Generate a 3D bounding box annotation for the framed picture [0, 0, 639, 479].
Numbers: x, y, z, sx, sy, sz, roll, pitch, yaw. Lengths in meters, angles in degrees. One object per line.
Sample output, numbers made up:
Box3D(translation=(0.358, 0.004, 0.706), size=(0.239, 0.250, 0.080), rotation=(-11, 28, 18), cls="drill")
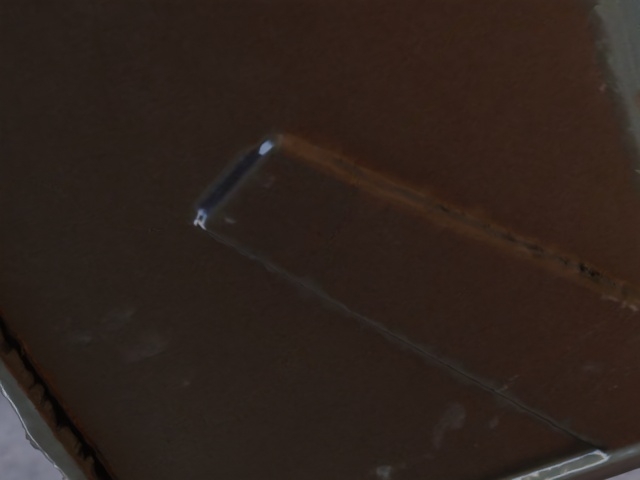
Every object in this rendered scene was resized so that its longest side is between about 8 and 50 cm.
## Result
Box3D(translation=(0.000, 0.000, 0.478), size=(0.019, 0.209, 0.281), rotation=(-104, -7, -46), cls="framed picture")
